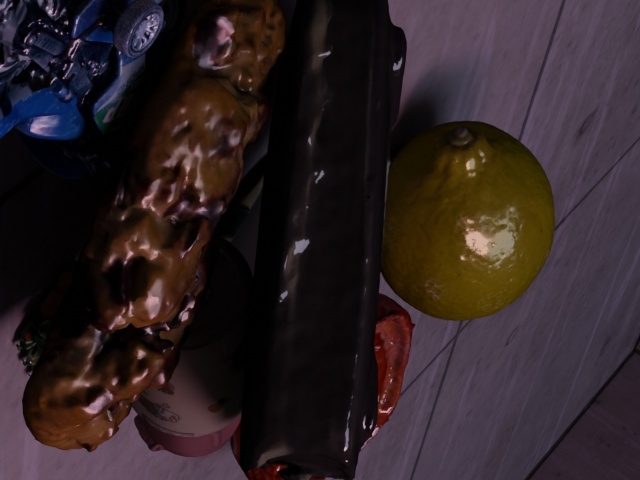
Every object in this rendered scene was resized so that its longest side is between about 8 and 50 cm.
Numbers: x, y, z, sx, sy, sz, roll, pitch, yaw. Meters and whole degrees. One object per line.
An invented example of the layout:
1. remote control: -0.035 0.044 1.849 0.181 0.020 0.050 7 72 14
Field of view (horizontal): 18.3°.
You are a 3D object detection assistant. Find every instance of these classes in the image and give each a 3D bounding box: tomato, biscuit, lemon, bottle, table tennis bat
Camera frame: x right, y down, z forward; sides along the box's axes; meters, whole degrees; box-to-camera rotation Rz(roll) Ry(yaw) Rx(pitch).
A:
1. tomato: -0.014 0.136 1.918 0.228 0.101 0.228 -39 151 -27
2. biscuit: -0.096 -0.015 1.288 0.289 0.081 0.334 127 -14 -80
3. lemon: 0.137 -0.022 1.907 0.184 0.184 0.248 -50 161 -21
4. bottle: -0.105 0.092 1.567 0.110 0.110 0.233 -48 160 -25
5. table tennis bat: -0.062 -0.015 1.648 0.154 0.021 0.274 -59 165 4

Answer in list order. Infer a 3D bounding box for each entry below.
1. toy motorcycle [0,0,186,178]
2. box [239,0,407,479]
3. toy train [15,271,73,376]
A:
1. toy motorcycle: -0.154 -0.097 1.138 0.135 0.092 0.254 -60 165 13
2. box: 0.000 0.000 1.419 0.359 0.091 0.350 114 -18 -85
3. toy train: -0.183 0.072 1.441 0.064 0.044 0.103 -61 165 -25
